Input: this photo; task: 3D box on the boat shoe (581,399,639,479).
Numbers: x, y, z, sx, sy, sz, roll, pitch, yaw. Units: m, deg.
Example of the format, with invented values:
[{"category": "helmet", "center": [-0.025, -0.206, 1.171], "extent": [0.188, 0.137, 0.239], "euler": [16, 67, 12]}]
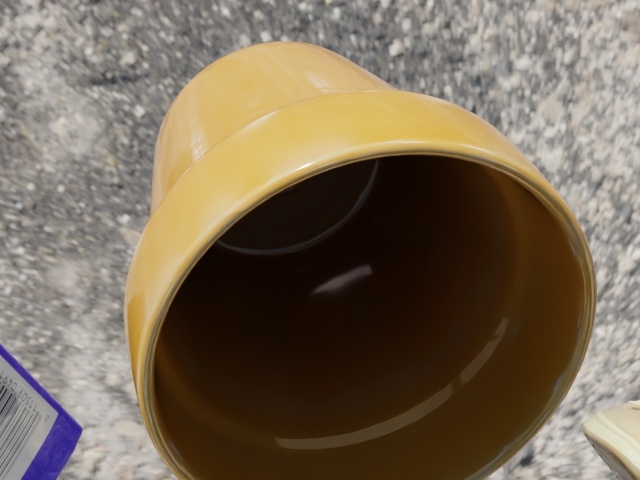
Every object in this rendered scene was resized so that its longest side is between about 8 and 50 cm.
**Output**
[{"category": "boat shoe", "center": [0.252, 0.143, 0.949], "extent": [0.098, 0.302, 0.109], "euler": [-37, 73, 8]}]

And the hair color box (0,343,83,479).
[{"category": "hair color box", "center": [-0.362, 0.093, 1.010], "extent": [0.338, 0.185, 0.110], "euler": [15, 62, 31]}]

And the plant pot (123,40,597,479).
[{"category": "plant pot", "center": [0.000, 0.000, 0.669], "extent": [0.205, 0.205, 0.188], "euler": [-29, 36, 2]}]
